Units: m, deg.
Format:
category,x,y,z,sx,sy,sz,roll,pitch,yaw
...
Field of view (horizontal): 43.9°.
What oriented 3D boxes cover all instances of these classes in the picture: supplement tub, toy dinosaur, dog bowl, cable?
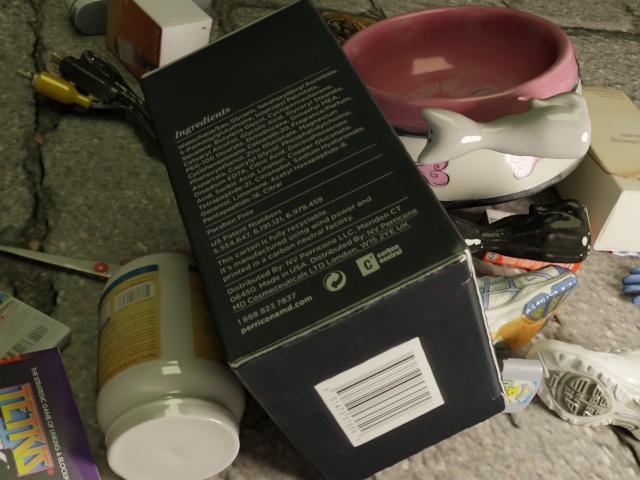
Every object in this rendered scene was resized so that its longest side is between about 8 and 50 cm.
category,x,y,z,sx,sy,sz,roll,pitch,yaw
supplement tub,-0.152,0.127,0.800,0.144,0.144,0.200,2,44,-15
toy dinosaur,0.084,-0.395,1.491,0.211,0.064,0.112,25,42,10
dog bowl,0.195,-0.220,1.183,0.407,0.150,0.408,-5,37,4
cable,-0.303,-0.199,1.193,0.287,0.072,0.139,35,27,3

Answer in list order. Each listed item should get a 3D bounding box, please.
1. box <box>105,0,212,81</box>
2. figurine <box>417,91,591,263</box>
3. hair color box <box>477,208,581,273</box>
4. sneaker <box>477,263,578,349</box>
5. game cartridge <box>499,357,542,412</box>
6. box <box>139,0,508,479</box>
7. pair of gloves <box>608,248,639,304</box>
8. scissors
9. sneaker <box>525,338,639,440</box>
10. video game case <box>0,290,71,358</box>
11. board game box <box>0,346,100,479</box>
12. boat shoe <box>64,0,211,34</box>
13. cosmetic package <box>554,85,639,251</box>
category,x,y,z,sx,sy,sz,roll,pitch,yaw
box,-0.262,-0.332,1.268,0.091,0.130,0.170,-22,53,-35
figurine,0.222,-0.072,0.991,0.209,0.215,0.092,-4,11,-4
hair color box,0.302,0.003,1.147,0.141,0.043,0.072,11,42,-7
sneaker,0.197,0.075,0.988,0.296,0.112,0.131,-21,53,-34
game cartridge,0.221,0.169,0.914,0.055,0.083,0.017,2,39,-14
box,0.000,0.000,0.830,0.211,0.294,0.396,-26,51,1
pair of gloves,0.509,0.043,1.181,0.159,0.023,0.198,6,39,-9
scissors,-0.247,0.044,0.952,0.296,0.021,0.109,4,45,-15
sneaker,0.354,0.169,0.966,0.232,0.090,0.115,24,35,-4
video game case,-0.411,0.123,0.816,0.206,0.026,0.227,26,44,10
board game box,-0.293,0.193,0.736,0.141,0.048,0.170,-10,56,-31
boat shoe,-0.316,-0.429,1.383,0.258,0.095,0.084,-16,55,-32
cosmetic package,0.459,-0.122,1.262,0.160,0.113,0.310,2,39,-14
